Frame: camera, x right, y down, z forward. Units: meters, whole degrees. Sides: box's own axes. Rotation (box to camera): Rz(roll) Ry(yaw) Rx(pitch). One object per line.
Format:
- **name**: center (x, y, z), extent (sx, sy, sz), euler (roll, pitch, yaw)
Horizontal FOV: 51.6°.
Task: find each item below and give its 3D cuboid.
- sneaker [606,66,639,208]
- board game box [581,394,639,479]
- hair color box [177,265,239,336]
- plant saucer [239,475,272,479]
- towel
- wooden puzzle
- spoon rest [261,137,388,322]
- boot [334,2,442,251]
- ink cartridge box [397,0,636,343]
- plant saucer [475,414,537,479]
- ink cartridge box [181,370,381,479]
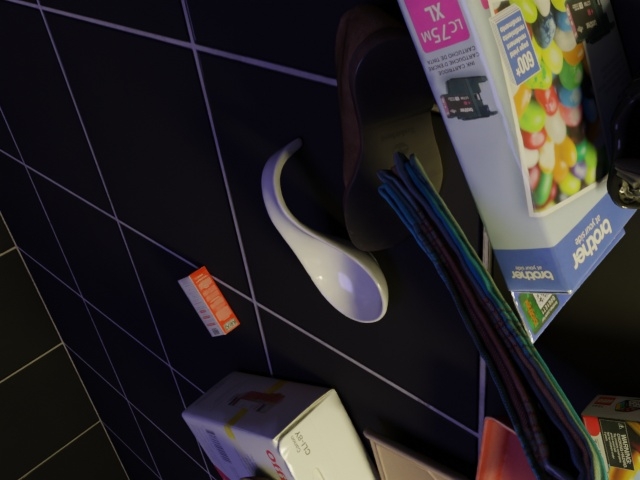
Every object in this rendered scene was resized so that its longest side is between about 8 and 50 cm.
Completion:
- **sneaker**: center (0.284, -0.026, 0.488), extent (0.087, 0.130, 0.227), euler (-12, 111, 57)
- **board game box**: center (0.389, 0.309, 0.653), extent (0.193, 0.053, 0.305), euler (-7, 102, 47)
- **hair color box**: center (-0.231, 0.127, 1.367), extent (0.072, 0.043, 0.141), euler (-19, 102, 57)
- **plant saucer**: center (-0.071, 0.503, 1.209), extent (0.199, 0.036, 0.198), euler (32, 140, 31)
- **towel**: center (0.168, 0.109, 0.582), extent (0.370, 0.040, 0.271), euler (44, -162, -58)
- **wooden puzzle**: center (0.187, 0.426, 1.108), extent (0.221, 0.044, 0.238), euler (14, 135, 45)
- **spoon rest**: center (0.000, 0.000, 0.917), extent (0.137, 0.084, 0.276), euler (-21, 101, 57)
- **boot**: center (0.067, -0.116, 0.744), extent (0.305, 0.112, 0.115), euler (86, 166, -45)
- **ink cartridge box**: center (0.176, -0.096, 0.506), extent (0.065, 0.186, 0.311), euler (0, 119, 49)
- **plant saucer**: center (0.325, 0.360, 0.860), extent (0.259, 0.048, 0.258), euler (28, 139, 34)
- **ink cartridge box**: center (-0.076, 0.432, 1.335), extent (0.385, 0.160, 0.279), euler (-7, 114, 54)
